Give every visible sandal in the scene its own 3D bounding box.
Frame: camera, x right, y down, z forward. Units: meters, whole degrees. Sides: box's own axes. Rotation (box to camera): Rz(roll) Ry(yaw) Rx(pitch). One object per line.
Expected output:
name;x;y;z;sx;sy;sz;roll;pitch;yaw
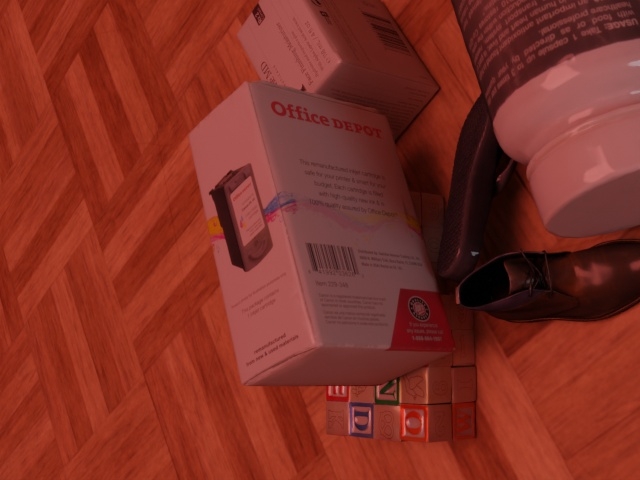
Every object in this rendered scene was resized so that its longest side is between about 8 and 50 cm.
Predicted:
sandal;0.187;-0.071;1.130;0.097;0.054;0.254;141;144;-74

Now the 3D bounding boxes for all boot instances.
boot;0.247;0.047;1.035;0.219;0.106;0.082;-23;70;45

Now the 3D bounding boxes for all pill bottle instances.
pill bottle;0.251;-0.200;0.984;0.204;0.204;0.361;-33;62;41

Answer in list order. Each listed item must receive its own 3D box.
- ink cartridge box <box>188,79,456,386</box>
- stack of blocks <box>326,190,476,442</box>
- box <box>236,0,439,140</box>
ink cartridge box;0.000;0.000;1.094;0.131;0.226;0.306;-35;60;38
stack of blocks;0.095;0.091;1.213;0.171;0.087;0.297;-8;80;47
box;0.021;-0.228;1.257;0.119;0.182;0.181;-50;53;32
